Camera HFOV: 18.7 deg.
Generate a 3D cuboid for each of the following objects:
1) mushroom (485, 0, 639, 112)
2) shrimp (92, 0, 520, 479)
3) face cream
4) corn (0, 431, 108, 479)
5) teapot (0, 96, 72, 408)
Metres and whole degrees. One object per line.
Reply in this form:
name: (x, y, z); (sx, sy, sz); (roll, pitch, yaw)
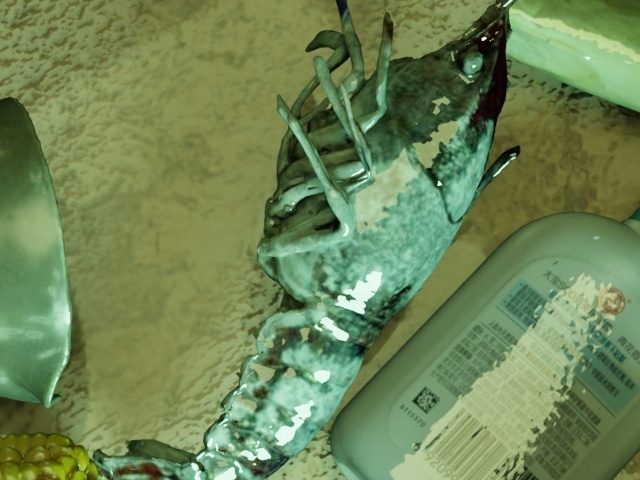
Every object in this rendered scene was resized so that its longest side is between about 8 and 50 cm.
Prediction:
mushroom: (0.265, -0.116, 1.354); (0.312, 0.081, 0.100); (20, 40, 1)
shrimp: (0.005, -0.001, 1.247); (0.166, 0.221, 0.411); (21, 87, 23)
face cream: (0.168, 0.069, 1.303); (0.163, 0.080, 0.337); (43, 77, 6)
corn: (-0.289, 0.183, 1.230); (0.312, 0.102, 0.102); (-6, 77, -4)
teapot: (-0.348, 0.013, 1.188); (0.344, 0.253, 0.300); (-8, 55, -21)
